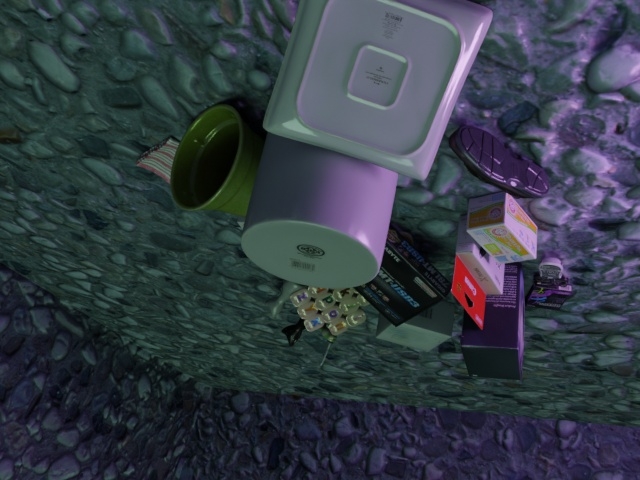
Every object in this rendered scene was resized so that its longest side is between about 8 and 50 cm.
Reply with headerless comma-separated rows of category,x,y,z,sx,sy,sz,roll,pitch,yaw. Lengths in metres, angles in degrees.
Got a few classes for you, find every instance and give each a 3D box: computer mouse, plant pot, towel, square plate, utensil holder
computer mouse,0.706,0.090,1.860,0.105,0.042,0.193,7,158,21
plant pot,-0.196,-0.168,1.555,0.276,0.276,0.253,-14,154,41
towel,-0.425,-0.222,1.757,0.144,0.029,0.197,32,147,-34
square plate,0.101,-0.311,1.136,0.346,0.049,0.344,16,113,-8
utensil holder,0.013,-0.129,1.366,0.327,0.386,0.328,10,151,5

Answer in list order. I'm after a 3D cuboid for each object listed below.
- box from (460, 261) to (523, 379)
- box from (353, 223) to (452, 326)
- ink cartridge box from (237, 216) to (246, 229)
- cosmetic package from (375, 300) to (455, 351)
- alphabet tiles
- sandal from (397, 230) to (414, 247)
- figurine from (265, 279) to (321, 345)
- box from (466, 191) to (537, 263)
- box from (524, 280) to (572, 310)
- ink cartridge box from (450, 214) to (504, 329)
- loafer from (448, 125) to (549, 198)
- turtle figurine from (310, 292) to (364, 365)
box,0.562,0.262,1.966,0.182,0.294,0.296,1,151,21
box,0.221,0.113,1.925,0.295,0.073,0.293,44,145,-2
ink cartridge box,-0.194,-0.054,1.940,0.104,0.060,0.180,2,151,20
cosmetic package,0.355,0.307,2.306,0.223,0.138,0.225,16,153,-7
alphabet tiles,0.047,0.196,2.137,0.277,0.021,0.284,-27,112,2
sandal,0.256,0.062,1.952,0.101,0.076,0.265,4,151,17
figurine,-0.103,0.253,2.271,0.092,0.215,0.209,-3,142,-52
box,0.493,-0.031,1.650,0.114,0.103,0.203,-13,143,40
box,0.754,0.184,2.025,0.115,0.029,0.162,8,153,9
ink cartridge box,0.458,0.094,1.753,0.060,0.239,0.275,-6,147,32
loafer,0.406,-0.167,1.439,0.302,0.109,0.095,23,155,-25
turtle figurine,0.073,0.291,2.329,0.266,0.197,0.275,-25,92,38
